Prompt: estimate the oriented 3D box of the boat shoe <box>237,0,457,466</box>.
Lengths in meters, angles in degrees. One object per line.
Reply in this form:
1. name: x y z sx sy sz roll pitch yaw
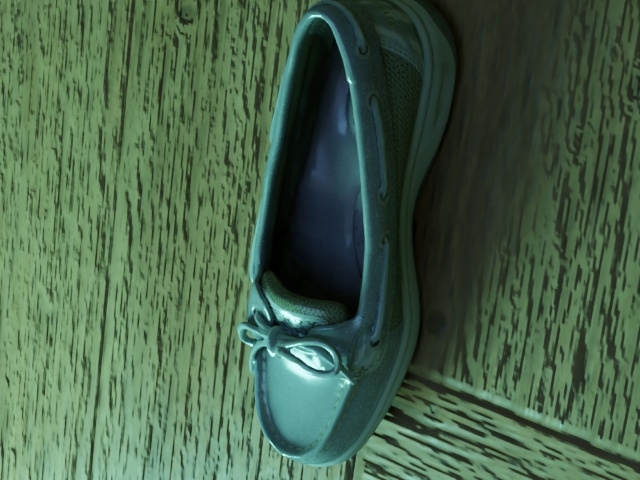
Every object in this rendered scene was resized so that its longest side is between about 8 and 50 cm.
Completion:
1. boat shoe: 0.002 0.000 1.031 0.118 0.103 0.320 27 114 33
